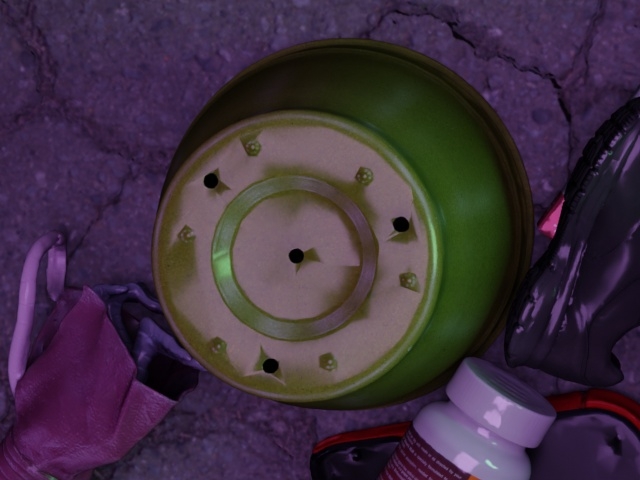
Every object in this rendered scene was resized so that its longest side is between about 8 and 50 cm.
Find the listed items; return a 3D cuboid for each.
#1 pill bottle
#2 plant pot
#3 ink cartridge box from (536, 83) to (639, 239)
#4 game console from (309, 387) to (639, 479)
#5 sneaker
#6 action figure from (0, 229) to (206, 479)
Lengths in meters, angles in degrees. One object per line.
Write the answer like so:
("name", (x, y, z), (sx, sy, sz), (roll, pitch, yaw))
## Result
("pill bottle", (0.119, 0.226, 1.720), (0.121, 0.121, 0.221), (32, 102, 4))
("plant pot", (0.000, 0.000, 1.648), (0.367, 0.353, 0.366), (1, 95, 8))
("ink cartridge box", (0.305, -0.048, 1.742), (0.127, 0.072, 0.175), (36, 99, 5))
("game console", (0.188, 0.353, 1.809), (0.342, 0.060, 0.386), (-11, 92, 15))
("sneaker", (0.269, 0.002, 1.673), (0.130, 0.109, 0.286), (22, 108, 0))
("action figure", (-0.270, 0.212, 1.758), (0.276, 0.248, 0.370), (38, 96, 4))
